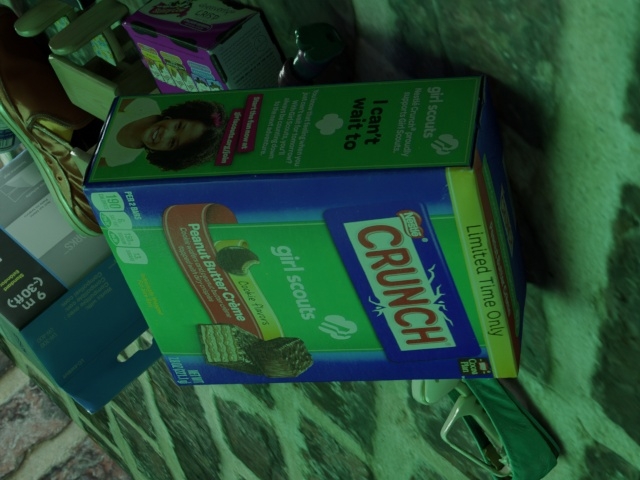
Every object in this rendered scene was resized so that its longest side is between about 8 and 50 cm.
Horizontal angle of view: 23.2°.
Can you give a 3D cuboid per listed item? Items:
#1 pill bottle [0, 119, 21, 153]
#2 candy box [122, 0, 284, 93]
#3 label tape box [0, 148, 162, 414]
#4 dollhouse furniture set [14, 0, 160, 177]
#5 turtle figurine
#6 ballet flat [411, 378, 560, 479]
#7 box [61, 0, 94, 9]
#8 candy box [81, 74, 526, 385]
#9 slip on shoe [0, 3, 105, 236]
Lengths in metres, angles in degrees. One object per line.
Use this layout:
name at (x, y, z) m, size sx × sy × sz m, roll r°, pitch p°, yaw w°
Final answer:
pill bottle at (-0.437, -0.198, 2.106) m, size 0.094 × 0.094 × 0.169 m, roll 45°, pitch 149°, yaw 10°
candy box at (-0.082, -0.128, 1.540) m, size 0.159 × 0.071 × 0.233 m, roll 25°, pitch 148°, yaw 48°
label tape box at (-0.338, 0.036, 2.112) m, size 0.347 × 0.249 × 0.115 m, roll 37°, pitch 157°, yaw 30°
dollhouse furniture set at (-0.238, -0.132, 1.724) m, size 0.242 × 0.161 × 0.212 m, roll 29°, pitch 153°, yaw 43°
turtle figurine at (-0.042, -0.090, 1.394) m, size 0.175 × 0.118 × 0.234 m, roll 34°, pitch 135°, yaw -19°
ballet flat at (0.144, 0.155, 1.562) m, size 0.247 × 0.087 × 0.083 m, roll 53°, pitch 160°, yaw -10°
box at (-0.276, -0.331, 1.540) m, size 0.158 × 0.093 × 0.156 m, roll 27°, pitch 151°, yaw 44°
candy box at (0.000, 0.000, 1.300) m, size 0.317 × 0.122 × 0.268 m, roll -3°, pitch 138°, yaw 14°
slip on shoe at (-0.332, -0.159, 1.984) m, size 0.101 × 0.123 × 0.331 m, roll -19°, pitch 108°, yaw 32°
